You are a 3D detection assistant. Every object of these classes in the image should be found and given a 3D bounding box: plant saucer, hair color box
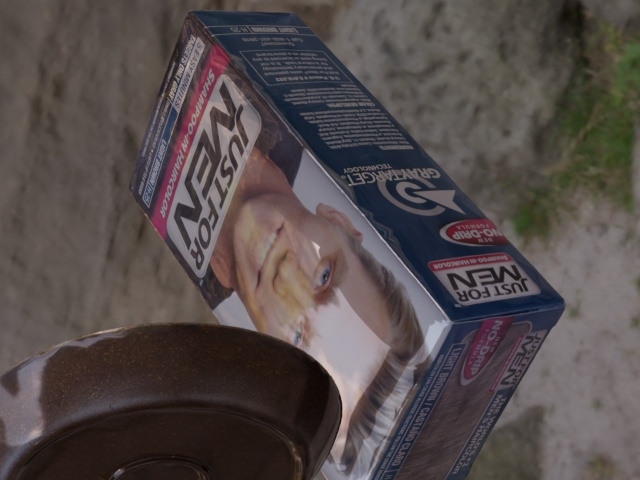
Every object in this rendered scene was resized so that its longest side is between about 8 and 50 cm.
[{"bbox_3d":[-0.071,0.096,0.590,0.168,0.168,0.029,-50,37,38],"label":"plant saucer"},{"bbox_3d":[0.000,0.000,0.961,0.347,0.105,0.174,51,131,36],"label":"hair color box"}]
